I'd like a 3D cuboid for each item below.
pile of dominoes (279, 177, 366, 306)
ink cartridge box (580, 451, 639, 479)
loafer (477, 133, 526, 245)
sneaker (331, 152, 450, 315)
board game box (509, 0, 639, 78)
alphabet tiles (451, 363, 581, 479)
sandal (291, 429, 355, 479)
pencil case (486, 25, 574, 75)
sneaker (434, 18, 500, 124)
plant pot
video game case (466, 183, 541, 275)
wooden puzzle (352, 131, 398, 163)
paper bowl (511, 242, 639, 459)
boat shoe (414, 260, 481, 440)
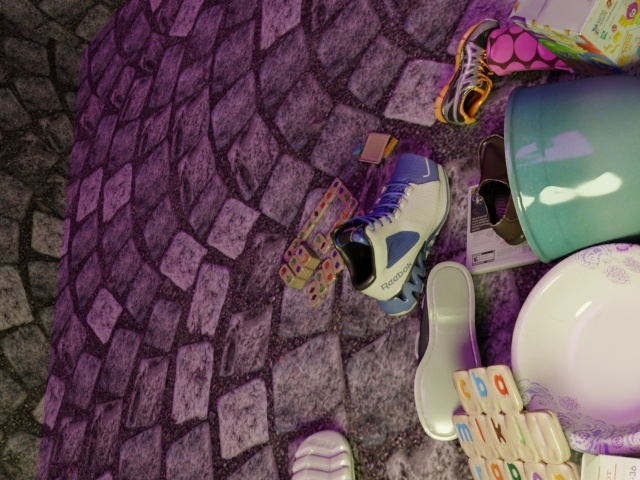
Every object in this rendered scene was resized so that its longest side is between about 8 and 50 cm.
[{"bbox_3d":[0.000,0.000,1.701,0.251,0.040,0.196,-56,39,15],"label":"pile of dominoes"},{"bbox_3d":[0.389,0.328,0.921,0.067,0.198,0.115,-9,65,47],"label":"ink cartridge box"},{"bbox_3d":[0.312,-0.101,1.309,0.080,0.078,0.220,-34,49,37],"label":"loafer"},{"bbox_3d":[0.128,-0.028,1.446,0.127,0.182,0.316,3,75,49],"label":"sneaker"},{"bbox_3d":[0.441,-0.322,1.138,0.142,0.275,0.144,36,101,52],"label":"board game box"},{"bbox_3d":[0.278,0.313,1.091,0.278,0.021,0.284,69,161,7],"label":"alphabet tiles"},{"bbox_3d":[0.017,0.549,1.375,0.169,0.102,0.416,-15,47,29],"label":"sandal"},{"bbox_3d":[0.394,-0.340,1.359,0.209,0.095,0.098,12,94,54],"label":"pencil case"},{"bbox_3d":[0.302,-0.320,1.470,0.083,0.084,0.215,39,113,50],"label":"sneaker"},{"bbox_3d":[0.430,-0.117,1.081,0.255,0.271,0.272,-10,64,32],"label":"plant pot"},{"bbox_3d":[0.338,-0.036,1.330,0.190,0.022,0.173,-16,61,46],"label":"video game case"},{"bbox_3d":[0.122,-0.204,1.677,0.116,0.014,0.079,29,91,52],"label":"wooden puzzle"},{"bbox_3d":[0.418,0.156,1.038,0.284,0.148,0.284,-26,54,42],"label":"paper bowl"},{"bbox_3d":[0.220,0.191,1.309,0.114,0.091,0.303,8,73,6],"label":"boat shoe"}]
